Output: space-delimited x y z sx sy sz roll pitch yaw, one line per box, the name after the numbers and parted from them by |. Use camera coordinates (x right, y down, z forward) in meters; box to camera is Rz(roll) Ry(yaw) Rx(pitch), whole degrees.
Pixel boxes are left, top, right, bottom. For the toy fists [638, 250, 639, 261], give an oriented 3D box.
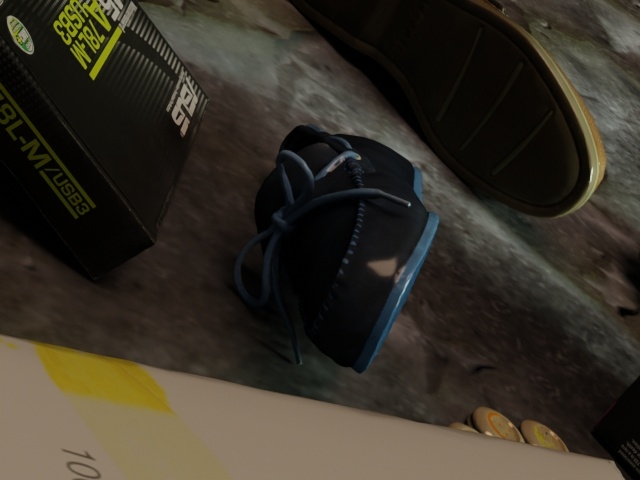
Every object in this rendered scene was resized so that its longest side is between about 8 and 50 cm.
0.333 0.072 1.210 0.142 0.096 0.279 18 32 -38 | toy fists

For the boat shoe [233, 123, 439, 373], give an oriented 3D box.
0.000 0.000 0.876 0.089 0.109 0.258 28 8 -7 | boat shoe

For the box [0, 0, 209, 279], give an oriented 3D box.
-0.134 -0.098 0.828 0.184 0.045 0.191 52 19 -17 | box

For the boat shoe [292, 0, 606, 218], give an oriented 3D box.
0.109 -0.138 1.241 0.307 0.111 0.104 49 26 22 | boat shoe

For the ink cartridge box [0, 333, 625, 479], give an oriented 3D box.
-0.060 0.153 0.307 0.384 0.160 0.279 14 25 -28 | ink cartridge box

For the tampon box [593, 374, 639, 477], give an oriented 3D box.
0.267 0.086 1.002 0.101 0.161 0.120 48 24 21 | tampon box

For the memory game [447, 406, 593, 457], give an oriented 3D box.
0.136 0.156 0.871 0.186 0.012 0.186 32 25 -17 | memory game
